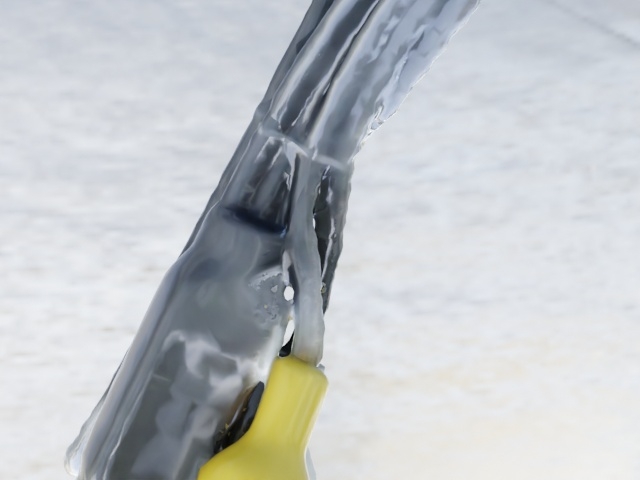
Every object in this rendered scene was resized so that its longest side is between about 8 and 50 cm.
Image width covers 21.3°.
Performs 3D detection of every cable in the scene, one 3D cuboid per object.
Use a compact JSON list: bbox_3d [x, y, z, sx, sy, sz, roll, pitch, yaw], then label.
[{"bbox_3d":[0.000,0.000,0.476,0.072,0.287,0.139,26,-174,-13],"label":"cable"}]
